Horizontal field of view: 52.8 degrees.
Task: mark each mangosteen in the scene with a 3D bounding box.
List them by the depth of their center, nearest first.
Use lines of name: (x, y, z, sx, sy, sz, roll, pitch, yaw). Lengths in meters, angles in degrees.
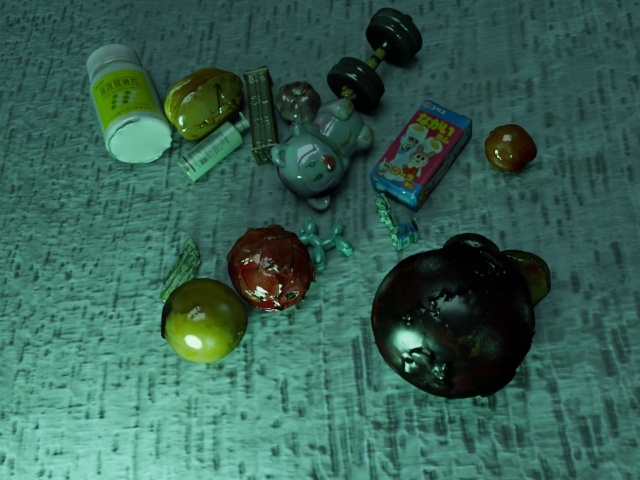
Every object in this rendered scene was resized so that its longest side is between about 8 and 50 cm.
mangosteen: (0.336, 0.180, 1.518, 0.422, 0.380, 0.381, -21, 57, -30)

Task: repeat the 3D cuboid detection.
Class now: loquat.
loquat: (-0.309, 0.213, 1.714, 0.235, 0.235, 0.234, -5, 64, 11)

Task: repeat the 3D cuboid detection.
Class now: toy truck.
toy truck: (0.215, -0.063, 1.822, 0.081, 0.067, 0.175, -21, 58, -4)

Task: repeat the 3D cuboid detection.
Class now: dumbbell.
dumbbell: (0.169, -0.558, 2.004, 0.185, 0.185, 0.388, 31, 75, 24)

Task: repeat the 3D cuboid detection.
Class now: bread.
bread: (-0.364, -0.438, 2.058, 0.270, 0.195, 0.143, -36, 54, -26)

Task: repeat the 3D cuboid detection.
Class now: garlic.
garlic: (-0.074, -0.443, 2.047, 0.147, 0.102, 0.159, -13, 61, 1)

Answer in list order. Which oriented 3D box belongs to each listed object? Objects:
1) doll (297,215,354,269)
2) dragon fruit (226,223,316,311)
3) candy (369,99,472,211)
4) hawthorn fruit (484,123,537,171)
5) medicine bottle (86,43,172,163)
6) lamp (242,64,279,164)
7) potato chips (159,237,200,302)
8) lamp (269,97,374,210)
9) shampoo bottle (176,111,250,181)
doll: (0.000, 0.000, 1.841, 0.160, 0.059, 0.158, -22, 64, 4)
dragon fruit: (-0.135, 0.072, 1.748, 0.241, 0.241, 0.252, -42, 78, -8)
candy: (0.294, -0.249, 1.871, 0.157, 0.100, 0.305, 30, 76, 25)
hawthorn fruit: (0.531, -0.255, 1.803, 0.133, 0.133, 0.138, -44, 67, -10)
medicine bottle: (-0.638, -0.452, 2.124, 0.214, 0.213, 0.378, -26, 61, 0)
lamp: (-0.185, -0.404, 2.065, 0.089, 0.090, 0.325, -12, 64, 7)
potato chips: (-0.404, 0.095, 1.909, 0.092, 0.028, 0.207, 20, 73, 20)
lamp: (-0.014, -0.263, 1.906, 0.248, 0.247, 0.301, 7, 55, 50)
shampoo bottle: (-0.330, -0.299, 2.050, 0.262, 0.085, 0.085, -41, 63, -9)
